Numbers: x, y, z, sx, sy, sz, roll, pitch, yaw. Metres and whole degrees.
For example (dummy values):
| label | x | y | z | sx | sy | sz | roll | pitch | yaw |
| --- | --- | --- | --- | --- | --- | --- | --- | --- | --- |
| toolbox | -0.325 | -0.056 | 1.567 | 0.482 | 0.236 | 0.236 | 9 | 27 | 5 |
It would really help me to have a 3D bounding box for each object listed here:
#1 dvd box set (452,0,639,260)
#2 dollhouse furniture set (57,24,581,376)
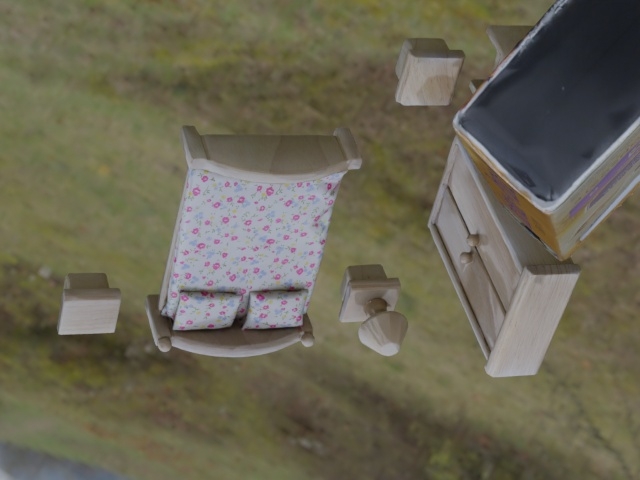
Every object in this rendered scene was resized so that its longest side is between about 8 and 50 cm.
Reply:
| label | x | y | z | sx | sy | sz | roll | pitch | yaw |
| --- | --- | --- | --- | --- | --- | --- | --- | --- | --- |
| dvd box set | 0.206 | -0.126 | 0.810 | 0.062 | 0.307 | 0.420 | 44 | -175 | 9 |
| dollhouse furniture set | 0.000 | 0.000 | 1.182 | 0.356 | 0.173 | 0.303 | -2 | 134 | -19 |
